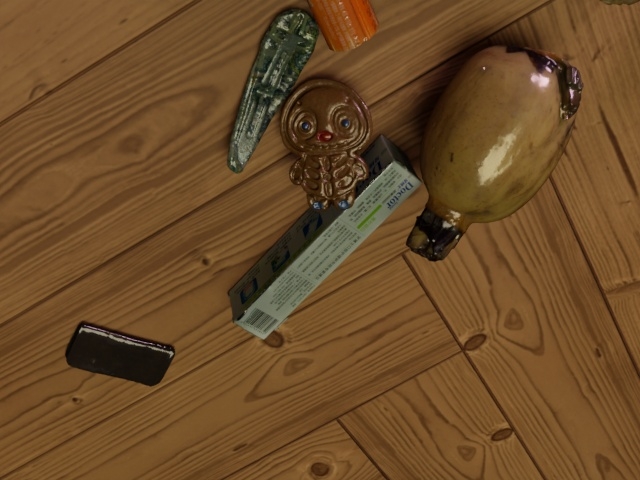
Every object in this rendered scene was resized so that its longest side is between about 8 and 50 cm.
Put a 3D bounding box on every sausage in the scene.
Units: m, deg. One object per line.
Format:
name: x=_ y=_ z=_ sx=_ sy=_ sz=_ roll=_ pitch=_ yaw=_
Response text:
sausage: x=-0.004 y=-0.336 z=1.020 sx=0.071 sy=0.071 sz=0.234 roll=-26 pitch=126 yaw=5

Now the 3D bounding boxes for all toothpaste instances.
toothpaste: x=0.000 y=0.000 z=1.248 sx=0.067 sy=0.081 sz=0.336 roll=34 pitch=111 yaw=-31

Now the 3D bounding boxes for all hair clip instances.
hair clip: x=-0.069 y=-0.191 z=1.126 sx=0.066 sy=0.036 sz=0.229 roll=16 pitch=113 yaw=-27

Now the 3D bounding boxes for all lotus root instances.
lotus root: x=0.213 y=-0.111 z=1.143 sx=0.182 sy=0.183 sz=0.310 roll=26 pitch=97 yaw=-28

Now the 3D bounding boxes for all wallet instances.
wallet: x=-0.306 y=0.177 z=1.337 sx=0.156 sy=0.018 sz=0.082 roll=18 pitch=117 yaw=-24

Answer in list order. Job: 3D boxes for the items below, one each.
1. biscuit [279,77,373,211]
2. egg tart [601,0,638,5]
biscuit: x=0.010 y=-0.125 z=1.149 sx=0.124 sy=0.026 sz=0.175 roll=-4 pitch=100 yaw=11
egg tart: x=0.381 y=-0.419 z=1.031 sx=0.297 sy=0.132 sz=0.297 roll=2 pitch=129 yaw=3
